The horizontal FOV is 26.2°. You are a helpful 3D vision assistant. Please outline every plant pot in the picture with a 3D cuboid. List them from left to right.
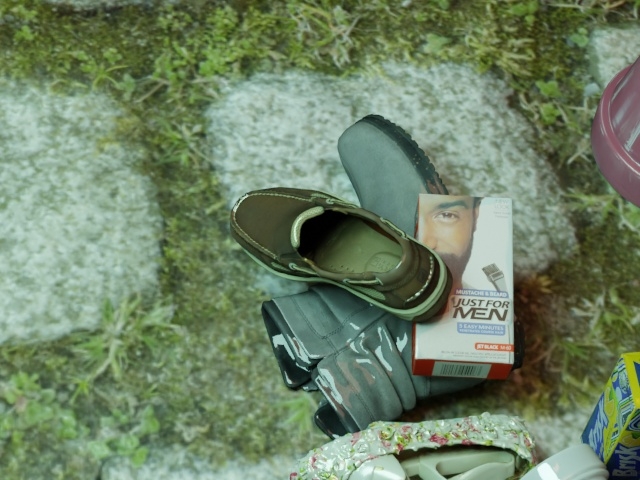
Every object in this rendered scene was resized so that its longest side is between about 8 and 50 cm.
[{"bbox_3d":[0.409,-0.150,1.490,0.201,0.180,0.201,2,57,-3],"label":"plant pot"}]

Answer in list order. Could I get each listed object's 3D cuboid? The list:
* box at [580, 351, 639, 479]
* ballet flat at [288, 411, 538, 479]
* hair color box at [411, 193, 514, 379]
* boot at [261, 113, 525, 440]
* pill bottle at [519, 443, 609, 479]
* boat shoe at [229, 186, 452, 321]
[{"bbox_3d":[0.289,0.168,1.272,0.054,0.169,0.059,-3,56,-6],"label":"box"},{"bbox_3d":[0.092,0.211,1.270,0.241,0.091,0.077,-11,24,-12],"label":"ballet flat"},{"bbox_3d":[0.134,0.043,1.299,0.093,0.053,0.167,2,66,0],"label":"hair color box"},{"bbox_3d":[0.036,0.030,1.382,0.222,0.118,0.338,-22,56,-12],"label":"boot"},{"bbox_3d":[0.262,0.295,1.212,0.124,0.124,0.221,-23,62,-19],"label":"pill bottle"},{"bbox_3d":[0.004,-0.007,1.287,0.257,0.095,0.095,17,77,37],"label":"boat shoe"}]
